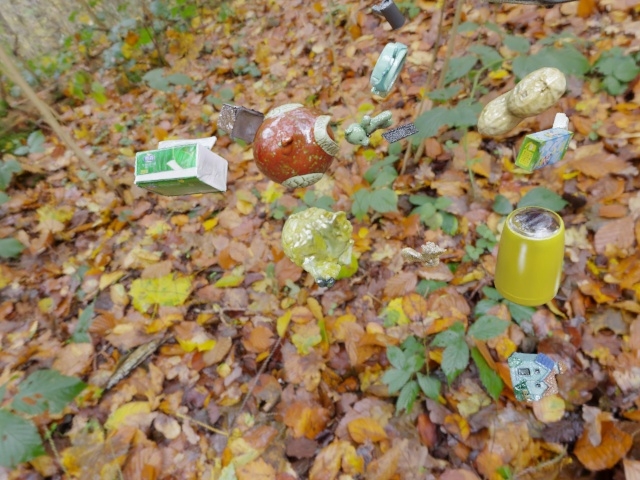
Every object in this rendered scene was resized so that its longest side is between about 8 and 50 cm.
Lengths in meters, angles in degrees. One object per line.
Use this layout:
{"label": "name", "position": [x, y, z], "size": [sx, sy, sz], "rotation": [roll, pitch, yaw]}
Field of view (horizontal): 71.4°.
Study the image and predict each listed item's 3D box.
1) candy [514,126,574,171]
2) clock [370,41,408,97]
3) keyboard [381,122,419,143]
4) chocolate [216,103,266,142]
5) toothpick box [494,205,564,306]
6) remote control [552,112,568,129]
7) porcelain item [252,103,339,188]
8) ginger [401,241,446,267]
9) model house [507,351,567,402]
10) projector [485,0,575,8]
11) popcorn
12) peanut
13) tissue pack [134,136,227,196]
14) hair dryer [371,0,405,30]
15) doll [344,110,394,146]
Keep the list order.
{"label": "candy", "position": [0.691, -0.283, 1.372], "size": [0.195, 0.097, 0.062], "rotation": [-19, 42, -32]}
{"label": "clock", "position": [0.211, -0.537, 1.379], "size": [0.159, 0.066, 0.211], "rotation": [-63, -4, 11]}
{"label": "keyboard", "position": [0.335, -0.451, 1.861], "size": [0.196, 0.018, 0.060], "rotation": [-29, 69, -34]}
{"label": "chocolate", "position": [-0.209, -0.381, 1.526], "size": [0.112, 0.111, 0.321], "rotation": [30, 15, 35]}
{"label": "toothpick box", "position": [0.583, 0.039, 1.242], "size": [0.175, 0.271, 0.174], "rotation": [-9, 41, 8]}
{"label": "remote control", "position": [0.930, -0.415, 1.728], "size": [0.049, 0.230, 0.090], "rotation": [13, 87, 29]}
{"label": "porcelain item", "position": [-0.072, -0.267, 1.248], "size": [0.253, 0.252, 0.252], "rotation": [-17, 31, 11]}
{"label": "ginger", "position": [0.515, 0.061, 2.230], "size": [0.214, 0.132, 0.059], "rotation": [19, 28, 23]}
{"label": "model house", "position": [0.653, 0.403, 1.326], "size": [0.149, 0.148, 0.119], "rotation": [-13, -5, 33]}
{"label": "projector", "position": [0.727, -0.865, 1.348], "size": [0.406, 0.241, 0.395], "rotation": [-16, 32, -10]}
{"label": "popcorn", "position": [-0.003, 0.000, 1.622], "size": [0.293, 0.292, 0.237], "rotation": [-31, 2, -11]}
{"label": "peanut", "position": [0.479, -0.328, 1.075], "size": [0.103, 0.098, 0.229], "rotation": [-2, -16, -27]}
{"label": "tissue pack", "position": [-0.390, -0.217, 1.258], "size": [0.209, 0.156, 0.148], "rotation": [-2, -8, 21]}
{"label": "hair dryer", "position": [0.108, -0.388, 0.751], "size": [0.026, 0.047, 0.083], "rotation": [-44, 41, 12]}
{"label": "doll", "position": [0.141, -0.321, 1.287], "size": [0.151, 0.077, 0.115], "rotation": [-25, -8, 8]}
